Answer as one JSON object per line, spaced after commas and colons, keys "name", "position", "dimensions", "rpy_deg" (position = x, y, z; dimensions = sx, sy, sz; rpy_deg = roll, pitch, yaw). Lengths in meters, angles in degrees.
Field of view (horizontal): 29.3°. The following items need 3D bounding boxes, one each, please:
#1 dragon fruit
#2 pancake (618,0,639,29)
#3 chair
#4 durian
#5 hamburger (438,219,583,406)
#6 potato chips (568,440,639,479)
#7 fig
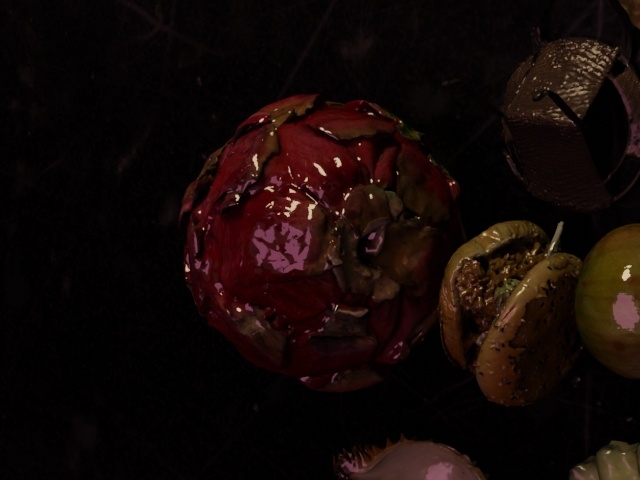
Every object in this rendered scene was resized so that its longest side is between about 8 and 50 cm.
{"name": "dragon fruit", "position": [0.002, -0.002, 1.310], "dimensions": [0.329, 0.329, 0.329], "rpy_deg": [12, 107, 43]}
{"name": "pancake", "position": [0.344, -0.273, 1.096], "dimensions": [0.212, 0.029, 0.235], "rpy_deg": [4, 101, 45]}
{"name": "chair", "position": [0.232, -0.137, 1.197], "dimensions": [0.174, 0.149, 0.213], "rpy_deg": [14, 153, 41]}
{"name": "durian", "position": [0.116, 0.303, 1.374], "dimensions": [0.252, 0.139, 0.144], "rpy_deg": [48, 124, 28]}
{"name": "hamburger", "position": [0.202, 0.068, 1.213], "dimensions": [0.113, 0.177, 0.185], "rpy_deg": [41, 107, 42]}
{"name": "potato chips", "position": [0.329, 0.404, 1.160], "dimensions": [0.358, 0.070, 0.429], "rpy_deg": [133, 125, -63]}
{"name": "fig", "position": [0.355, 0.050, 1.111], "dimensions": [0.245, 0.149, 0.149], "rpy_deg": [-6, 95, 30]}
